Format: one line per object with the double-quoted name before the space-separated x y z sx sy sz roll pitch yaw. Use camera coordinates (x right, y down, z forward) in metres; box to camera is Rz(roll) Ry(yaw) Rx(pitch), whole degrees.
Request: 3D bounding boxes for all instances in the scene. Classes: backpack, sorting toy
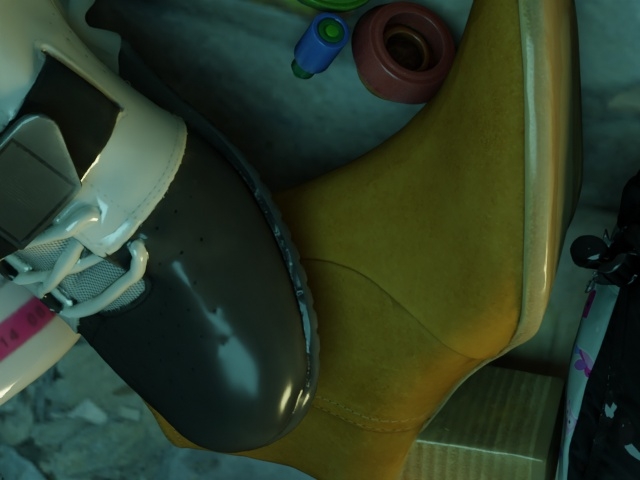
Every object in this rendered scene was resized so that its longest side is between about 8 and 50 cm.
"backpack" 0.174 0.069 0.618 0.152 0.115 0.182 21 115 18
"sorting toy" 0.011 -0.095 0.635 0.102 0.061 0.042 48 151 1

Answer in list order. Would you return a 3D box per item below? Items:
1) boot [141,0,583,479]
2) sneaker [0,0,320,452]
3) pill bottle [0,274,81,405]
"boot" 0.000 0.000 0.619 0.211 0.104 0.295 8 128 15
"sneaker" -0.134 -0.037 0.557 0.122 0.146 0.330 -35 92 36
"pill bottle" -0.242 -0.040 0.652 0.160 0.160 0.283 -27 103 21
